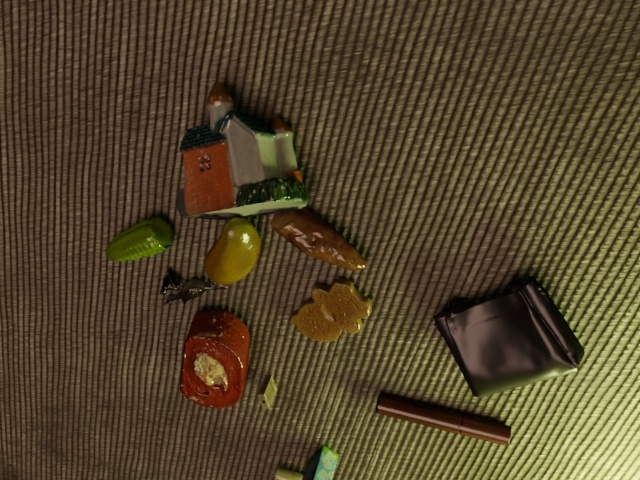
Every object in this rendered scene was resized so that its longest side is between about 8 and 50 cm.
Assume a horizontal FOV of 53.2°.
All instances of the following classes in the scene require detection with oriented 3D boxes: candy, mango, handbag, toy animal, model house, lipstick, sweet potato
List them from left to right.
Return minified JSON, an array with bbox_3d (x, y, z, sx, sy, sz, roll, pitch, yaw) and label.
[{"bbox_3d":[-0.479,0.006,1.659,0.209,0.097,0.097,-19,111,27],"label":"candy"},{"bbox_3d":[-0.344,0.126,1.712,0.202,0.070,0.105,-8,126,15],"label":"toy animal"},{"bbox_3d":[-0.212,0.027,1.563,0.099,0.136,0.227,57,145,27],"label":"mango"},{"bbox_3d":[-0.183,-0.201,1.436,0.271,0.190,0.301,-8,92,26],"label":"model house"},{"bbox_3d":[-0.014,0.696,1.841,0.062,0.194,0.097,33,121,-5],"label":"candy"},{"bbox_3d":[0.000,0.000,1.512,0.251,0.097,0.097,32,122,-1],"label":"sweet potato"},{"bbox_3d":[0.324,0.477,1.705,0.356,0.057,0.057,13,121,10],"label":"lipstick"},{"bbox_3d":[0.437,0.225,1.502,0.285,0.113,0.257,-26,103,34],"label":"handbag"}]

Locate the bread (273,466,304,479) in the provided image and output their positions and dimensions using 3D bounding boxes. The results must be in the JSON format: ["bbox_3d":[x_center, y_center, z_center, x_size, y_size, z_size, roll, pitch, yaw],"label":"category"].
[{"bbox_3d":[-0.059,0.772,1.976,0.178,0.060,0.140,15,122,8],"label":"bread"}]

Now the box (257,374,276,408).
[{"bbox_3d":[-0.149,0.425,1.797,0.024,0.083,0.053,-9,114,15],"label":"box"}]

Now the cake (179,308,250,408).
[{"bbox_3d":[-0.284,0.327,1.749,0.176,0.151,0.283,11,121,-4],"label":"cake"}]

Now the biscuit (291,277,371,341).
[{"bbox_3d":[0.027,0.186,1.643,0.166,0.036,0.225,42,124,-8],"label":"biscuit"}]
